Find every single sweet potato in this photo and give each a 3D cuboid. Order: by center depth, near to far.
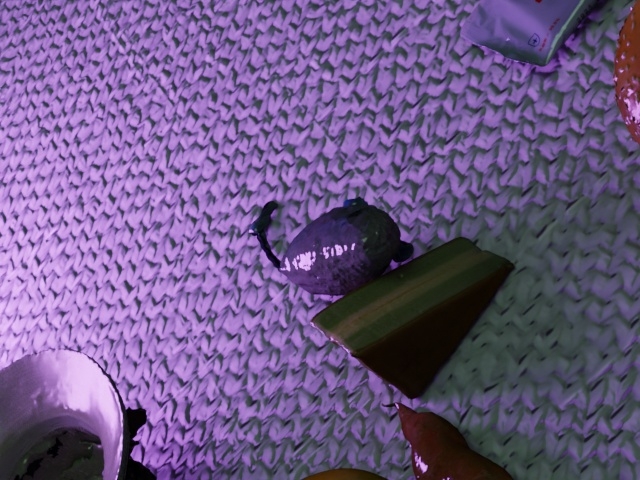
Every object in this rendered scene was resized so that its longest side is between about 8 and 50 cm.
[{"bbox_3d":[0.094,0.165,1.045,0.056,0.056,0.195,-48,36,3],"label":"sweet potato"}]

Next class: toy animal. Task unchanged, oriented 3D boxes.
[{"bbox_3d":[-0.004,0.009,1.224,0.079,0.070,0.253,-37,15,-21],"label":"toy animal"}]

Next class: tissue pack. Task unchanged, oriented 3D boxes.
[{"bbox_3d":[0.215,-0.237,1.238,0.193,0.026,0.122,-50,41,1],"label":"tissue pack"}]

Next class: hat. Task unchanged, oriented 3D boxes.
[{"bbox_3d":[-0.221,0.232,1.209,0.257,0.130,0.257,-22,50,28],"label":"hat"}]

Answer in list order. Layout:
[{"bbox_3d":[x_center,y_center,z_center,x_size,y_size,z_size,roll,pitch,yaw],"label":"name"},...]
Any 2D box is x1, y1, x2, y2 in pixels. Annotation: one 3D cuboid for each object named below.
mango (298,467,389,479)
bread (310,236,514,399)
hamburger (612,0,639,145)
[{"bbox_3d":[-0.024,0.272,1.022,0.251,0.114,0.156,-45,49,6],"label":"mango"},{"bbox_3d":[0.073,0.043,1.122,0.139,0.084,0.074,-52,40,-2],"label":"bread"},{"bbox_3d":[0.288,-0.128,1.007,0.191,0.118,0.181,-22,55,53],"label":"hamburger"}]
